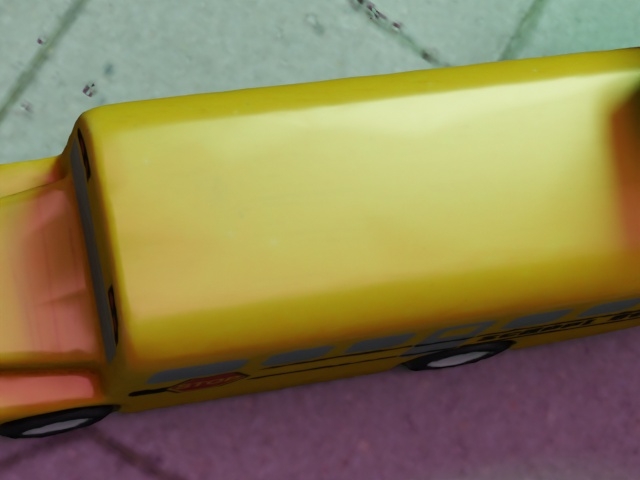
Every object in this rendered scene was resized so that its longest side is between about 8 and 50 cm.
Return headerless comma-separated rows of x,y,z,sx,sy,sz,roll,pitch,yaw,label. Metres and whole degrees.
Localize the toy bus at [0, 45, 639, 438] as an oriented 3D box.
0.000,0.000,0.693,0.333,0.130,0.108,-8,78,-17,toy bus
